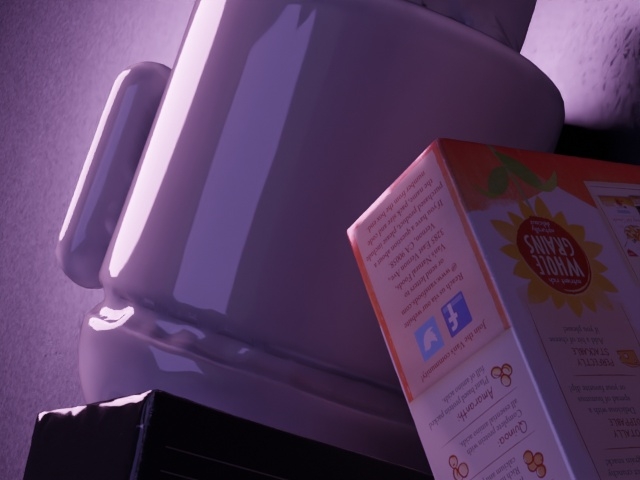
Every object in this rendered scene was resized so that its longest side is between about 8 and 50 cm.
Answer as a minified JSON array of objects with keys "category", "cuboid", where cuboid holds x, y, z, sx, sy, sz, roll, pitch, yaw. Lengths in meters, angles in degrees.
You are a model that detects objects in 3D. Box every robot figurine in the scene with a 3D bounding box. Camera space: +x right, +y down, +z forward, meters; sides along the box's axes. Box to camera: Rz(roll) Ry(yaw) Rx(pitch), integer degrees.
[{"category":"robot figurine","cuboid":[0.000,0.000,0.792,0.300,0.200,0.353,18,86,30]}]

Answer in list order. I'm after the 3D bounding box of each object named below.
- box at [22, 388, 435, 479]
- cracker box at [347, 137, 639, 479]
[{"category":"box","cuboid":[0.001,0.184,0.623,0.103,0.261,0.184,-18,57,52]},{"category":"cracker box","cuboid":[0.119,0.080,0.558,0.067,0.156,0.232,-47,51,39]}]
